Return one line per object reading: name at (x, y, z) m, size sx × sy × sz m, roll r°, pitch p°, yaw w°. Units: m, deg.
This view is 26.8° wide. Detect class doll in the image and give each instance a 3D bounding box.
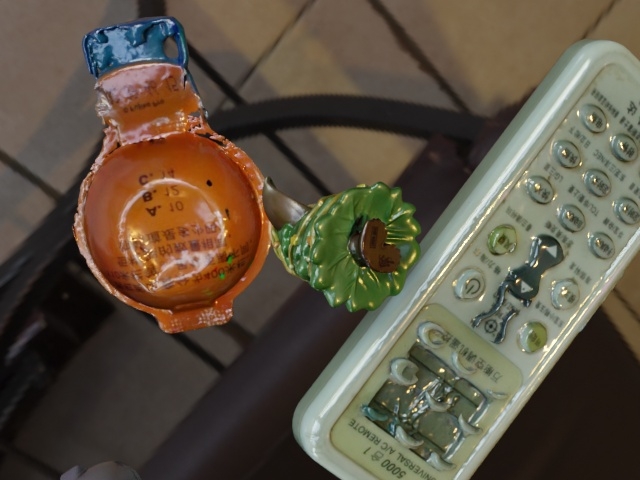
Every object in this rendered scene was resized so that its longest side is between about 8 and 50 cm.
doll at (-0.004, 0.007, 0.805) m, size 0.077 × 0.113 × 0.078 m, roll -53°, pitch 123°, yaw -35°

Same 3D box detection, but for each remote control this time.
remote control at (0.119, 0.026, 0.896) m, size 0.128 × 0.065 × 0.335 m, roll 39°, pitch 87°, yaw -26°

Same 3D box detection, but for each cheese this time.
cheese at (-0.160, -0.064, 1.388) m, size 0.216 × 0.129 × 0.329 m, roll -12°, pitch 101°, yaw 3°

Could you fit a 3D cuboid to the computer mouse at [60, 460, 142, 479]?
computer mouse at (-0.160, 0.257, 0.899) m, size 0.120 × 0.232 × 0.057 m, roll -35°, pitch 126°, yaw 25°
